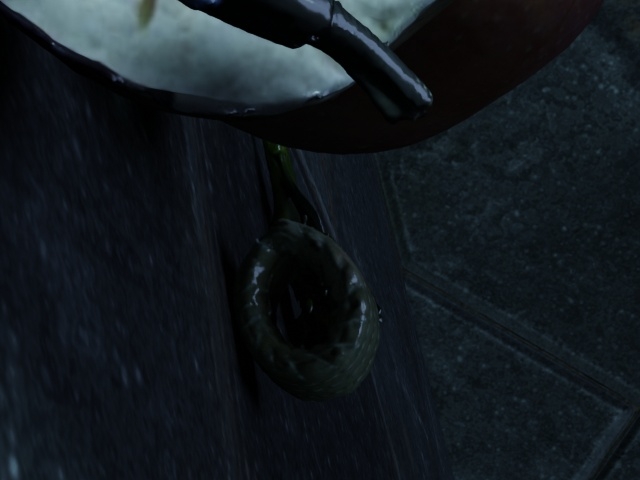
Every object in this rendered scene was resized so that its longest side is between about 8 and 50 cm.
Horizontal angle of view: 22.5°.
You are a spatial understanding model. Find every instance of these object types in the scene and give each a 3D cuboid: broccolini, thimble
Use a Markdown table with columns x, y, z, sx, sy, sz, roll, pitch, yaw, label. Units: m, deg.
| x | y | z | sx | sy | sz | roll | pitch | yaw | label |
| --- | --- | --- | --- | --- | --- | --- | --- | --- | --- |
| -0.020 | 0.004 | 1.246 | 0.203 | 0.068 | 0.091 | 62 | -12 | 19 | broccolini |
| -0.009 | 0.042 | 1.000 | 0.062 | 0.084 | 0.110 | 62 | 18 | -66 | thimble |

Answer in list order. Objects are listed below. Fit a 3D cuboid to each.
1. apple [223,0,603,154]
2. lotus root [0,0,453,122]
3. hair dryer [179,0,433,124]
| x | y | z | sx | sy | sz | roll | pitch | yaw | label |
| --- | --- | --- | --- | --- | --- | --- | --- | --- | --- |
| 0.023 | -0.178 | 0.831 | 0.235 | 0.306 | 0.306 | 36 | 26 | -25 | apple |
| -0.040 | -0.178 | 0.563 | 0.192 | 0.272 | 0.272 | -147 | -137 | -82 | lotus root |
| -0.052 | -0.061 | 0.435 | 0.219 | 0.075 | 0.195 | 19 | 55 | -31 | hair dryer |
